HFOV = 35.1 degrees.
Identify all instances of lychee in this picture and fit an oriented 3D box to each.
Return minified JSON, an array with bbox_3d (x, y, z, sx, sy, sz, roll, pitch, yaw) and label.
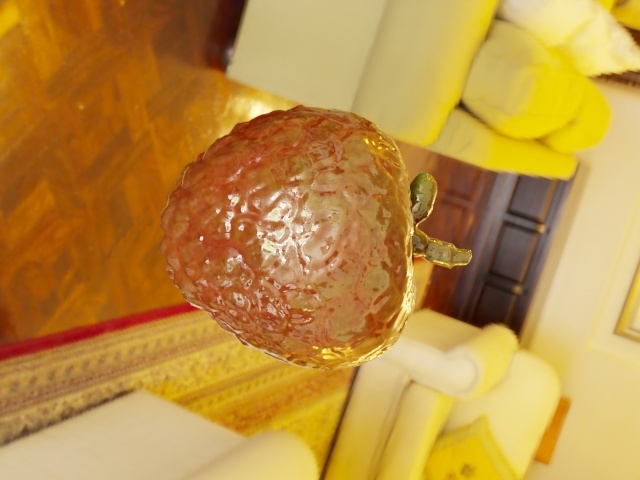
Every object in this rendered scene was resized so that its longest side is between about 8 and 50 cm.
[{"bbox_3d":[0.000,0.000,0.972,0.255,0.300,0.255,176,-90,-90],"label":"lychee"}]
